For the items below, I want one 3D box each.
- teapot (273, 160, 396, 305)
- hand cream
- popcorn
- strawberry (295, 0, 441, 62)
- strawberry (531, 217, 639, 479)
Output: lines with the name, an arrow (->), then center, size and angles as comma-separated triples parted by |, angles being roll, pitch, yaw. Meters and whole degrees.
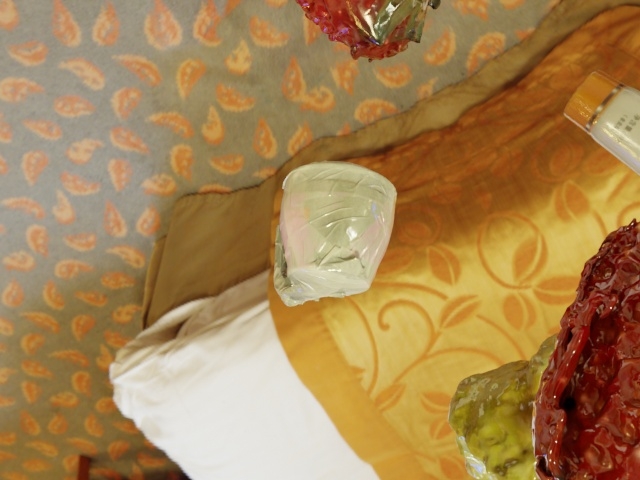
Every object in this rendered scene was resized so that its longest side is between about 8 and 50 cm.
teapot -> -0.006, -0.006, 0.978 | 0.221, 0.178, 0.163 | -5, 155, 31
hand cream -> 0.512, -0.130, 1.012 | 0.314, 0.089, 0.140 | 38, 117, 20
popcorn -> 0.380, 0.310, 0.995 | 0.292, 0.293, 0.334 | -27, 81, -13
strawberry -> 0.039, -0.279, 0.631 | 0.201, 0.184, 0.187 | 37, 143, 22
strawberry -> 0.149, 0.072, 0.345 | 0.082, 0.188, 0.121 | 6, 151, 13
